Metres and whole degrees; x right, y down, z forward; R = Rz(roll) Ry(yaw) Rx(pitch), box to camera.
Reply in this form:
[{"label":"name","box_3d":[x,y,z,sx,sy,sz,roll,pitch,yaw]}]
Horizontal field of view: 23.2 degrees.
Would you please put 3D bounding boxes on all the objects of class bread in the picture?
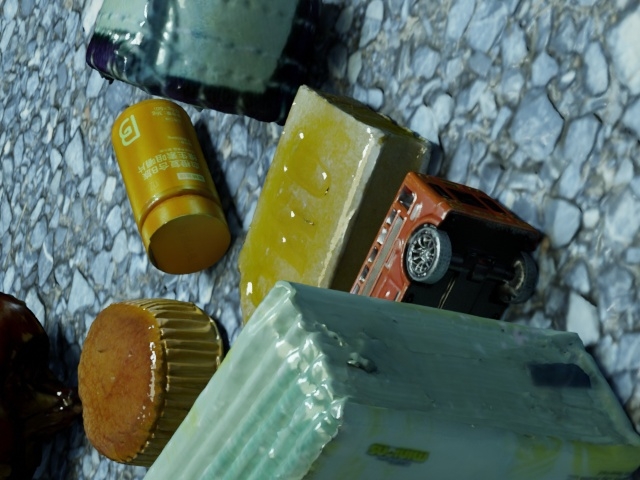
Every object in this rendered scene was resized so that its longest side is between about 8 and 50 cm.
[{"label":"bread","box_3d":[-0.189,0.151,1.677,0.199,0.104,0.199,-18,68,53]}]

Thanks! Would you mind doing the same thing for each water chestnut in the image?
[{"label":"water chestnut","box_3d":[-0.413,0.197,1.902,0.300,0.300,0.300,-22,63,52]}]

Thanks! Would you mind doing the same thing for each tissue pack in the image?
[{"label":"tissue pack","box_3d":[0.013,0.221,1.189,0.388,0.287,0.162,-55,38,32]}]

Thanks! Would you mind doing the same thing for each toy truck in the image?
[{"label":"toy truck","box_3d":[0.075,0.076,1.303,0.253,0.107,0.114,-64,35,18]}]

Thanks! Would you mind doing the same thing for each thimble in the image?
[{"label":"thimble","box_3d":[-0.120,-0.206,1.566,0.237,0.237,0.150,19,96,56]}]

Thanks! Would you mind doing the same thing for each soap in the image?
[{"label":"soap","box_3d":[0.000,0.000,1.461,0.160,0.080,0.258,37,111,54]}]

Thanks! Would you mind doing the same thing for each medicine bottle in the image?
[{"label":"medicine bottle","box_3d":[-0.167,-0.061,1.714,0.096,0.096,0.192,-54,40,32]}]
